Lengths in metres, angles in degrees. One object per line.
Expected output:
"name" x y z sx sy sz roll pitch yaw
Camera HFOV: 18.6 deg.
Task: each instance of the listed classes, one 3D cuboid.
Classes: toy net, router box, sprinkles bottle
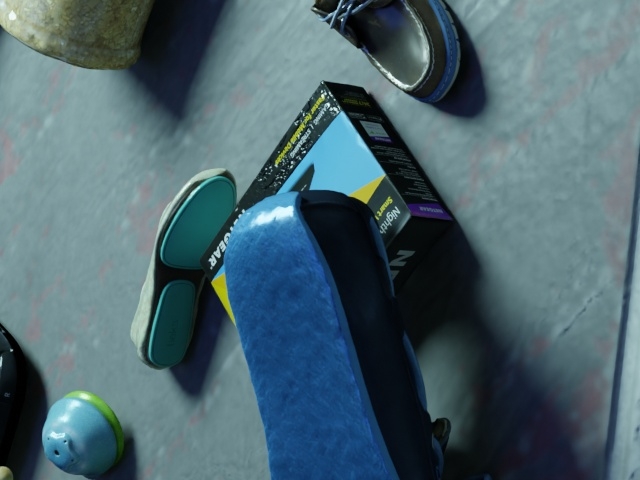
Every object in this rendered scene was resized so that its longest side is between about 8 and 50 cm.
"toy net" -0.218 0.224 1.577 0.122 0.045 0.232 48 129 6
"router box" 0.000 0.000 1.342 0.179 0.046 0.133 -55 51 30
"sprinkles bottle" -0.137 -0.309 1.465 0.121 0.121 0.355 42 117 42

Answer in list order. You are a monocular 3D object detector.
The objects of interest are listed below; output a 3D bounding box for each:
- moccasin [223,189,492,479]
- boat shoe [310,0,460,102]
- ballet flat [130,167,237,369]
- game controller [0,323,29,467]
"moccasin" 0.041 0.132 1.230 0.138 0.117 0.342 -3 98 37
"boat shoe" 0.026 -0.161 1.310 0.066 0.066 0.183 -57 49 29
"ballet flat" -0.110 0.016 1.460 0.052 0.057 0.168 43 118 52
"game controller" -0.332 0.210 1.699 0.166 0.067 0.319 44 119 57
